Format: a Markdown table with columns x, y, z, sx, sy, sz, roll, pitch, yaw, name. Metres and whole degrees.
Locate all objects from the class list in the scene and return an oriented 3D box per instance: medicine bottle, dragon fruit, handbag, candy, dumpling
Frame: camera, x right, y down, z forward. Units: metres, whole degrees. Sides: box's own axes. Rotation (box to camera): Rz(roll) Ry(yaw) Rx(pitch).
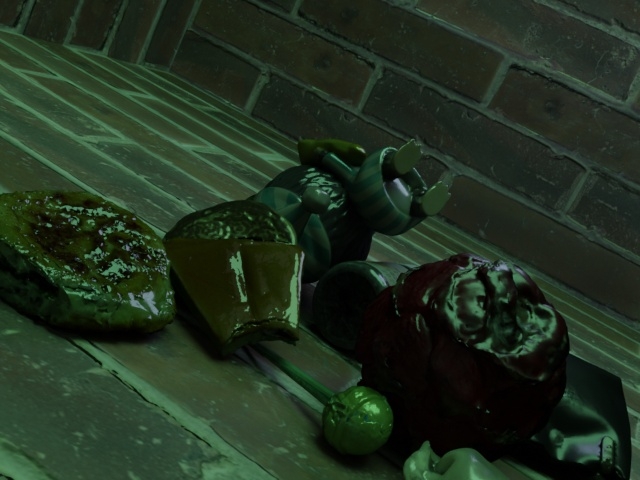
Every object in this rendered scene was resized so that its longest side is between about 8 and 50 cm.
| x | y | z | sx | sy | sz | roll | pitch | yaw | name |
| --- | --- | --- | --- | --- | --- | --- | --- | --- | --- |
| 0.115 | 0.120 | 1.494 | 0.165 | 0.165 | 0.273 | 33 | 14 | 26 | medicine bottle |
| 0.209 | 0.174 | 1.148 | 0.329 | 0.329 | 0.329 | 25 | 13 | -6 | dragon fruit |
| 0.408 | 0.310 | 1.391 | 0.342 | 0.152 | 0.288 | 23 | 25 | 0 | handbag |
| -0.024 | 0.203 | 1.130 | 0.092 | 0.093 | 0.335 | 12 | 12 | -43 | candy |
| 0.167 | 0.315 | 0.922 | 0.162 | 0.132 | 0.250 | 36 | 16 | 22 | dumpling |

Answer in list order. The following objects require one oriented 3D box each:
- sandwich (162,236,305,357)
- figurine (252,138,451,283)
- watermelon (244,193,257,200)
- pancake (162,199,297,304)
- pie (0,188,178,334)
| x | y | z | sx | sy | sz | roll | pitch | yaw | name |
| --- | --- | --- | --- | --- | --- | --- | --- | --- | --- |
| -0.150 | 0.084 | 1.202 | 0.244 | 0.063 | 0.212 | 2 | 44 | 1 | sandwich |
| 0.000 | 0.000 | 1.479 | 0.266 | 0.378 | 0.361 | 49 | -28 | -21 | figurine |
| -0.100 | -0.028 | 1.718 | 0.187 | 0.141 | 0.141 | 27 | 11 | -30 | watermelon |
| -0.156 | 0.025 | 1.327 | 0.250 | 0.031 | 0.250 | -1 | 51 | 2 | pancake |
| -0.362 | 0.018 | 1.128 | 0.354 | 0.103 | 0.288 | 32 | 20 | 14 | pie |
